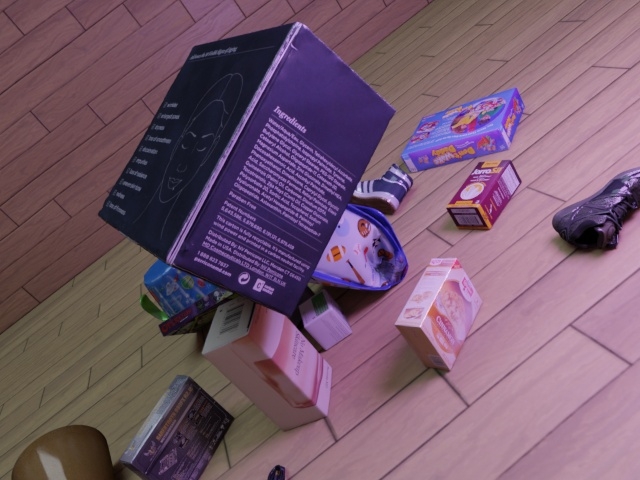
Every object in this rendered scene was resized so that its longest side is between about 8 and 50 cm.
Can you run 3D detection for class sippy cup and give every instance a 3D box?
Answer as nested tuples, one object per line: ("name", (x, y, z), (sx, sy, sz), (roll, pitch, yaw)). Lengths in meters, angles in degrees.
("sippy cup", (-0.494, 0.164, 1.907), (0.305, 0.224, 0.240), (-43, 28, -12))

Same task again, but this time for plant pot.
("plant pot", (-0.610, 0.632, 1.338), (0.237, 0.237, 0.254), (-45, 41, -15))

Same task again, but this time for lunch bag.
("lunch bag", (0.000, 0.000, 1.414), (0.328, 0.386, 0.238), (13, 81, 53))

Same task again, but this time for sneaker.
("sneaker", (0.605, -0.057, 1.100), (0.228, 0.087, 0.130), (-32, 29, 16))
("sneaker", (0.180, -0.177, 1.775), (0.282, 0.099, 0.153), (16, 62, 50))

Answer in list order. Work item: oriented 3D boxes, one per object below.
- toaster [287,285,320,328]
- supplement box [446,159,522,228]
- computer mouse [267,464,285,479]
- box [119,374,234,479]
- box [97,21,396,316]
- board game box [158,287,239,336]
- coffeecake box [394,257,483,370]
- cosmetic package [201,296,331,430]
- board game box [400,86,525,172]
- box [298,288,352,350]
("toaster", (-0.116, 0.183, 1.550), (0.168, 0.110, 0.185), (-6, 40, 45))
("supplement box", (0.429, -0.121, 1.411), (0.104, 0.080, 0.188), (3, 47, 53))
("computer mouse", (-0.099, 0.546, 1.045), (0.071, 0.041, 0.242), (-41, 16, 30))
("box", (-0.333, 0.468, 1.278), (0.056, 0.183, 0.231), (-11, 38, 42))
("box", (-0.179, -0.158, 1.152), (0.480, 0.297, 0.471), (20, 82, 53))
("board game box", (-0.317, 0.199, 1.707), (0.347, 0.056, 0.208), (-32, -18, 11))
("coffeecake box", (0.251, 0.151, 1.124), (0.068, 0.142, 0.185), (-3, 43, 47))
("cosmetic package", (-0.108, 0.268, 1.200), (0.129, 0.296, 0.153), (-25, 31, 22))
("board game box", (0.458, -0.353, 1.748), (0.347, 0.078, 0.233), (-9, 38, 43))
("box", (0.011, 0.201, 1.378), (0.087, 0.102, 0.101), (-36, 28, 7))
